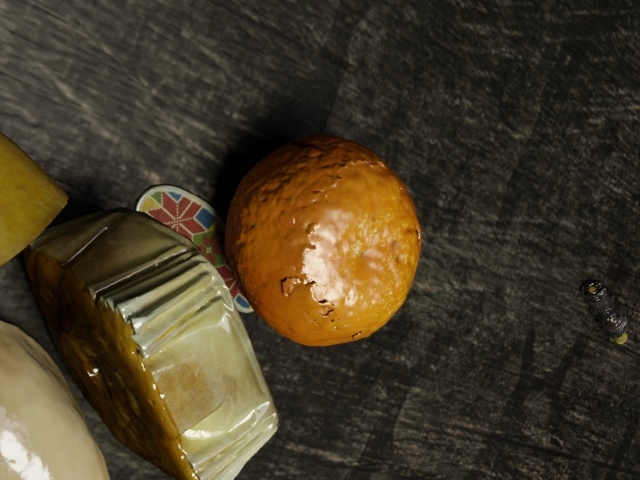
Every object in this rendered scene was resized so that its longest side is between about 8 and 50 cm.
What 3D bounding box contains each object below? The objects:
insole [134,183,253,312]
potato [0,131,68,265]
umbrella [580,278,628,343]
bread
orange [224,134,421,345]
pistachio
[{"bbox_3d":[-0.104,0.010,0.977,0.065,0.006,0.193,-56,134,-12],"label":"insole"},{"bbox_3d":[-0.288,-0.034,0.686,0.203,0.178,0.158,-27,110,-5],"label":"potato"},{"bbox_3d":[0.406,0.103,1.481,0.144,0.040,0.037,48,63,-44],"label":"umbrella"},{"bbox_3d":[-0.139,0.086,0.839,0.110,0.192,0.209,-36,128,-26],"label":"bread"},{"bbox_3d":[0.000,0.000,0.965,0.193,0.161,0.193,-4,97,-43],"label":"orange"},{"bbox_3d":[-0.244,0.162,0.822,0.152,0.126,0.223,-73,144,-48],"label":"pistachio"}]
